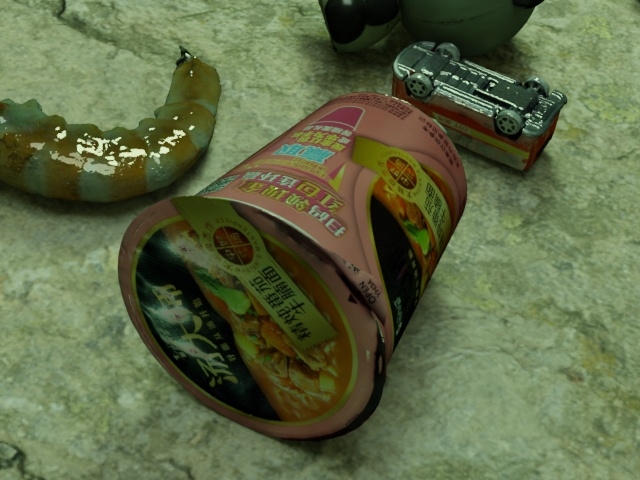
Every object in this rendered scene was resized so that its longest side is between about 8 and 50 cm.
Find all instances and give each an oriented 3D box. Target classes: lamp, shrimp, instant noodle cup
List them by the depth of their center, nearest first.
[{"bbox_3d":[0.000,0.000,1.014,0.244,0.243,0.255,23,43,18],"label":"instant noodle cup"},{"bbox_3d":[-0.202,-0.114,1.203,0.287,0.068,0.185,-28,55,-28],"label":"shrimp"},{"bbox_3d":[0.117,-0.282,1.307,0.244,0.197,0.197,-14,48,-3],"label":"lamp"}]

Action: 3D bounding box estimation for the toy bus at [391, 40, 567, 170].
[{"bbox_3d":[0.154,-0.136,1.232,0.174,0.077,0.079,25,50,20],"label":"toy bus"}]
